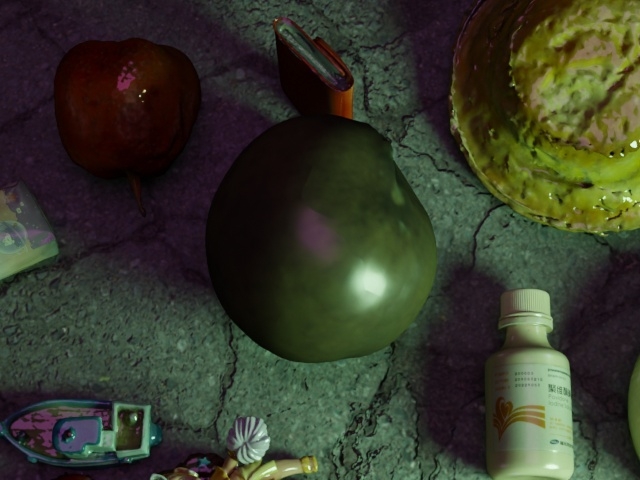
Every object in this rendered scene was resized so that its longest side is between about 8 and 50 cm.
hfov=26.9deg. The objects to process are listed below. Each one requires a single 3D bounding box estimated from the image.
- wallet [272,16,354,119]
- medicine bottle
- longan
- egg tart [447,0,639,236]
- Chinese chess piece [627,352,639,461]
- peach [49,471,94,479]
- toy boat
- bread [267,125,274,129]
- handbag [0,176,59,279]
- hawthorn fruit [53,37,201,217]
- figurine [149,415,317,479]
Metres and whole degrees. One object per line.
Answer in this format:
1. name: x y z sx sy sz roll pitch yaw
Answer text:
1. wallet: -0.007 -0.218 1.849 0.045 0.204 0.142 -42 77 -11
2. medicine bottle: 0.273 0.190 1.764 0.114 0.114 0.252 1 70 0
3. longan: 0.000 0.000 1.727 0.318 0.319 0.319 0 71 -1
4. egg tart: 0.384 -0.227 1.842 0.443 0.178 0.443 -2 80 11
5. Chinese chess piece: 0.569 0.223 1.742 0.338 0.140 0.338 0 72 0
6. peach: -0.328 0.343 1.732 0.098 0.061 0.098 0 79 -1
7. toy boat: -0.318 0.246 1.745 0.215 0.102 0.088 0 69 0
8. bread: -0.035 -0.120 1.894 0.110 0.060 0.066 42 63 15
9. handbag: -0.456 0.001 1.830 0.173 0.095 0.117 -28 71 -13
10. hawthorn fruit: -0.266 -0.151 1.842 0.207 0.207 0.243 -6 90 -3
11. figurine: -0.114 0.325 1.714 0.240 0.116 0.175 -12 74 -11
